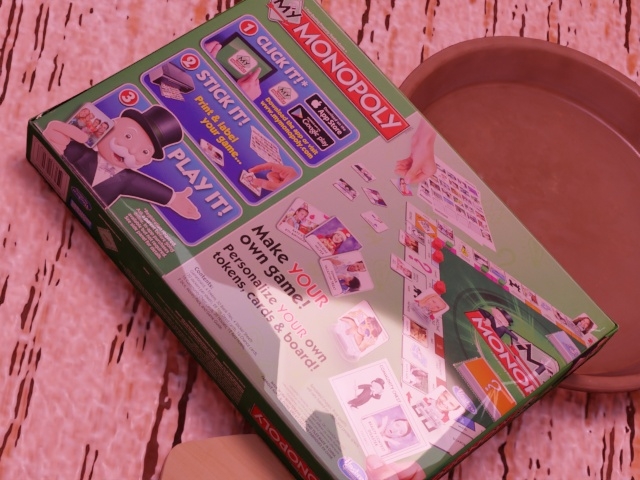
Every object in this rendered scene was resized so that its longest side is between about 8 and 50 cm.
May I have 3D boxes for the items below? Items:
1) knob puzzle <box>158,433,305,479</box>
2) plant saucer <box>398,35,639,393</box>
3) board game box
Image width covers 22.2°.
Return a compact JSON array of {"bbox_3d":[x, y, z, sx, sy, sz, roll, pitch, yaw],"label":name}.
[{"bbox_3d":[-0.019,0.191,0.924,0.213,0.030,0.213,13,51,-17],"label":"knob puzzle"},{"bbox_3d":[0.161,-0.017,1.125,0.278,0.041,0.278,11,59,-19],"label":"plant saucer"},{"bbox_3d":[0.000,0.000,1.000,0.213,0.046,0.317,-33,74,-28],"label":"board game box"}]
